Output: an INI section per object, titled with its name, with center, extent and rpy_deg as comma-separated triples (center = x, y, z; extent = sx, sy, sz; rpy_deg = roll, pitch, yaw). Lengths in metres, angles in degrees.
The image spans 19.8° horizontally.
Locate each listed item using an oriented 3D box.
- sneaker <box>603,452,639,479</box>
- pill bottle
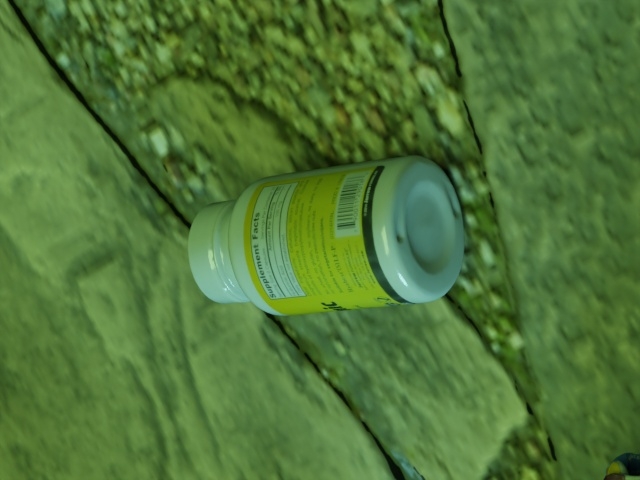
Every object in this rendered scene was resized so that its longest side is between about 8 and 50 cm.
[sneaker]
center = 0.140, 0.136, 0.769
extent = 0.185, 0.069, 0.084
rpy_deg = -48, 67, 28
[pill bottle]
center = 0.000, 0.000, 0.815
extent = 0.116, 0.065, 0.065
rpy_deg = -6, 101, 35
